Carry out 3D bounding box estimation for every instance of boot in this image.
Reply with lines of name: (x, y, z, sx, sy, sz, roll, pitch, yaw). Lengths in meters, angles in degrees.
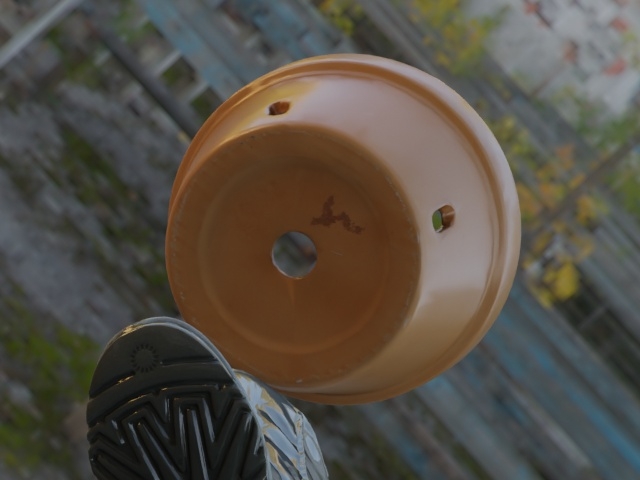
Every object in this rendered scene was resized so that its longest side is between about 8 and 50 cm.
boot: (-0.039, 0.095, 0.857, 0.208, 0.076, 0.190, -76, 149, -72)

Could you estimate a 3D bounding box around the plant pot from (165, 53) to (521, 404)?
plant pot: (0.000, 0.000, 1.490, 0.291, 0.291, 0.203, 48, 15, 4)
